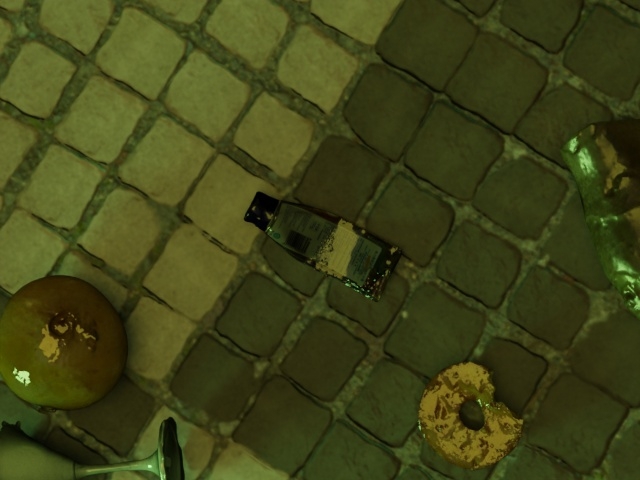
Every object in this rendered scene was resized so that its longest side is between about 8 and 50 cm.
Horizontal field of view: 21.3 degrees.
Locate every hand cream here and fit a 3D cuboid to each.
[{"bbox_3d":[0.000,0.000,1.740,0.163,0.039,0.062,27,93,2],"label":"hand cream"}]

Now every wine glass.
[{"bbox_3d":[-0.236,0.236,1.741,0.183,0.122,0.122,-6,90,7],"label":"wine glass"}]

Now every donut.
[{"bbox_3d":[0.148,0.175,1.713,0.097,0.043,0.108,-27,88,8],"label":"donut"}]

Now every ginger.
[{"bbox_3d":[0.327,0.003,1.649,0.116,0.109,0.263,-32,85,25],"label":"ginger"}]

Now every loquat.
[{"bbox_3d":[-0.263,0.107,1.733,0.141,0.141,0.141,0,91,9],"label":"loquat"}]
